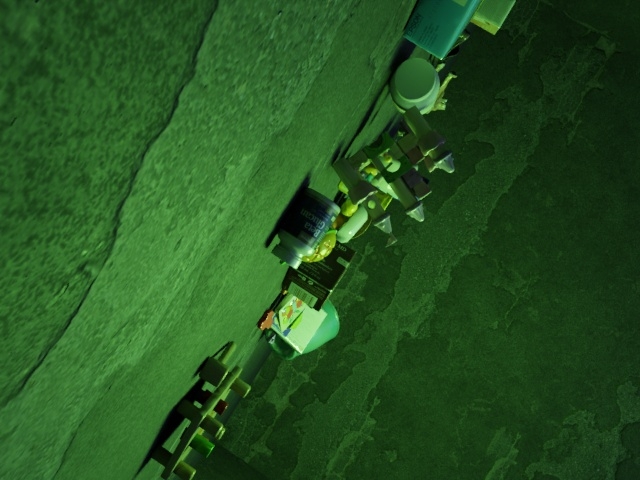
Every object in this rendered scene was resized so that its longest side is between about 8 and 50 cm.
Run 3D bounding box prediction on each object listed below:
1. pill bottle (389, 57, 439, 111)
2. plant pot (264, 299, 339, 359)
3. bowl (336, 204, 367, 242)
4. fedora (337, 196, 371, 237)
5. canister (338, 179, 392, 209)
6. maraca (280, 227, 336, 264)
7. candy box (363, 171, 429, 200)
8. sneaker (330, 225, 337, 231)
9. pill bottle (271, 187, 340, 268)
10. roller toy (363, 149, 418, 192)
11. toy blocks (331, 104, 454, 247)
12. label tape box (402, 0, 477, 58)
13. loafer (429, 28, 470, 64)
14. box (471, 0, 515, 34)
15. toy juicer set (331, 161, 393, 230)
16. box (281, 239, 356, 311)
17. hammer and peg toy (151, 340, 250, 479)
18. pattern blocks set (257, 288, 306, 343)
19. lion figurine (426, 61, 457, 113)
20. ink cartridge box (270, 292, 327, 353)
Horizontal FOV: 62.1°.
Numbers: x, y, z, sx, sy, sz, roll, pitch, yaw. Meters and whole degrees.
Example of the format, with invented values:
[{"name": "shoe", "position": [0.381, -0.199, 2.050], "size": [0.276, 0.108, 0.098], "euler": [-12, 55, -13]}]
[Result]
[{"name": "pill bottle", "position": [0.252, -0.412, 1.426], "size": [0.131, 0.131, 0.229], "euler": [-58, 175, 10]}, {"name": "plant pot", "position": [-0.101, 0.384, 2.357], "size": [0.255, 0.271, 0.272], "euler": [-31, 157, -44]}, {"name": "bowl", "position": [0.115, -0.052, 1.940], "size": [0.142, 0.053, 0.142], "euler": [-49, 178, -24]}, {"name": "fedora", "position": [0.113, -0.104, 2.089], "size": [0.079, 0.194, 0.194], "euler": [31, 91, -46]}, {"name": "canister", "position": [0.147, -0.157, 1.757], "size": [0.073, 0.170, 0.126], "euler": [-58, 176, 0]}, {"name": "maraca", "position": [-0.035, 0.018, 1.529], "size": [0.185, 0.099, 0.127], "euler": [-29, 163, -18]}, {"name": "candy box", "position": [0.334, -0.269, 2.353], "size": [0.122, 0.268, 0.317], "euler": [-63, 174, 17]}, {"name": "sneaker", "position": [0.000, 0.000, 1.819], "size": [0.191, 0.083, 0.071], "euler": [-52, 174, -41]}, {"name": "pill bottle", "position": [-0.037, -0.025, 1.194], "size": [0.169, 0.094, 0.094], "euler": [-58, 175, -3]}, {"name": "roller toy", "position": [0.271, -0.282, 2.091], "size": [0.146, 0.191, 0.209], "euler": [-59, 175, 28]}, {"name": "toy blocks", "position": [0.224, -0.169, 1.459], "size": [0.288, 0.260, 0.309], "euler": [-36, 179, 8]}, {"name": "label tape box", "position": [0.335, -0.600, 1.200], "size": [0.348, 0.115, 0.249], "euler": [-57, 176, -42]}, {"name": "loafer", "position": [0.481, -0.719, 1.986], "size": [0.109, 0.095, 0.302], "euler": [-57, 175, -2]}, {"name": "box", "position": [0.491, -0.721, 1.628], "size": [0.091, 0.170, 0.130], "euler": [-60, 175, 17]}, {"name": "toy juicer set", "position": [0.123, -0.169, 1.917], "size": [0.329, 0.089, 0.209], "euler": [-48, 179, 16]}, {"name": "box", "position": [-0.007, 0.107, 1.899], "size": [0.203, 0.168, 0.167], "euler": [-55, 174, -37]}, {"name": "hammer and peg toy", "position": [-0.293, 0.449, 1.443], "size": [0.361, 0.127, 0.266], "euler": [-59, 175, 21]}, {"name": "pattern blocks set", "position": [-0.111, 0.255, 2.053], "size": [0.325, 0.026, 0.285], "euler": [-54, 153, -22]}, {"name": "lion figurine", "position": [0.428, -0.599, 2.196], "size": [0.392, 0.142, 0.240], "euler": [-32, 166, -46]}, {"name": "ink cartridge box", "position": [-0.099, 0.323, 2.199], "size": [0.208, 0.206, 0.045], "euler": [-54, -159, -25]}]
